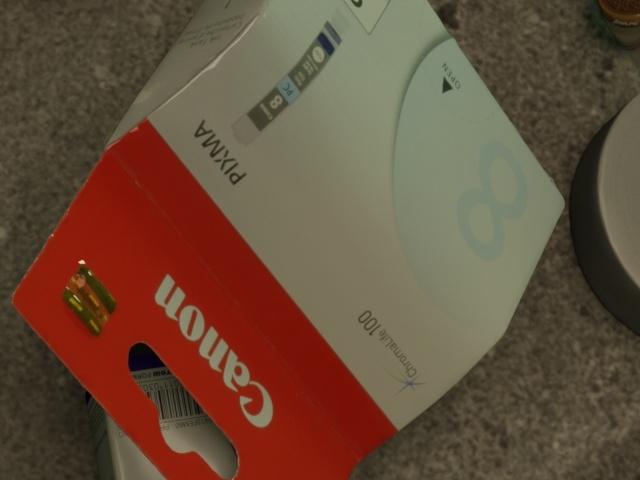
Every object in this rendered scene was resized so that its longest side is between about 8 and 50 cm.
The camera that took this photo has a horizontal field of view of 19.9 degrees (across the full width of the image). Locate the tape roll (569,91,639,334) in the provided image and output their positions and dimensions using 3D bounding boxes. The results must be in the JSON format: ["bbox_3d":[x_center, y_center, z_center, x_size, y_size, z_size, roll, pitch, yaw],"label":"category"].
[{"bbox_3d":[0.307,-0.022,1.418,0.219,0.072,0.219,3,73,-12],"label":"tape roll"}]

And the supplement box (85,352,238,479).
[{"bbox_3d":[-0.088,0.192,1.253,0.111,0.114,0.220,-7,75,-14],"label":"supplement box"}]

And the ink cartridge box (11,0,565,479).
[{"bbox_3d":[0.000,0.000,1.211,0.308,0.091,0.385,53,46,-28],"label":"ink cartridge box"}]

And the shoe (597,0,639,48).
[{"bbox_3d":[0.271,-0.255,1.491,0.077,0.058,0.219,9,65,23],"label":"shoe"}]
